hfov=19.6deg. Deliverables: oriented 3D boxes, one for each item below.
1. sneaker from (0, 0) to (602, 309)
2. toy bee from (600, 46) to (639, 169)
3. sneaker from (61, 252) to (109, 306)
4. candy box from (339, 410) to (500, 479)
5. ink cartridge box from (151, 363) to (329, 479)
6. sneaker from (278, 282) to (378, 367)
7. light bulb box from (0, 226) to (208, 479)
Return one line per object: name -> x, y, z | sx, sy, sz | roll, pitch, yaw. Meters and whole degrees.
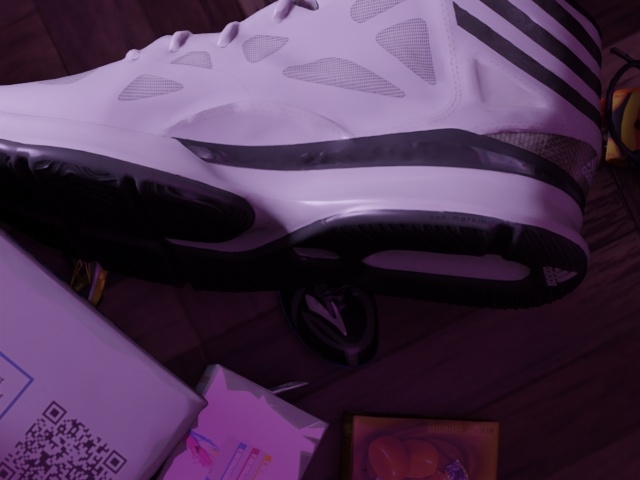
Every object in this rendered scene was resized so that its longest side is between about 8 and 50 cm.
sneaker -> -0.026, -0.108, 1.242 | 0.447, 0.169, 0.257 | 7, 66, 15
toy bee -> 0.275, -0.086, 1.341 | 0.298, 0.162, 0.195 | 34, 74, -31
sneaker -> -0.164, 0.004, 1.313 | 0.035, 0.031, 0.083 | 9, 85, -6
candy box -> 0.067, 0.218, 1.329 | 0.109, 0.053, 0.187 | 3, 88, -9
ink cartridge box -> -0.062, 0.152, 1.292 | 0.090, 0.092, 0.143 | 28, 83, -6
sneaker -> 0.000, 0.000, 1.314 | 0.067, 0.078, 0.188 | -11, 89, -9
light bulb box -> -0.322, 0.132, 1.185 | 0.358, 0.225, 0.361 | 40, 82, -4
